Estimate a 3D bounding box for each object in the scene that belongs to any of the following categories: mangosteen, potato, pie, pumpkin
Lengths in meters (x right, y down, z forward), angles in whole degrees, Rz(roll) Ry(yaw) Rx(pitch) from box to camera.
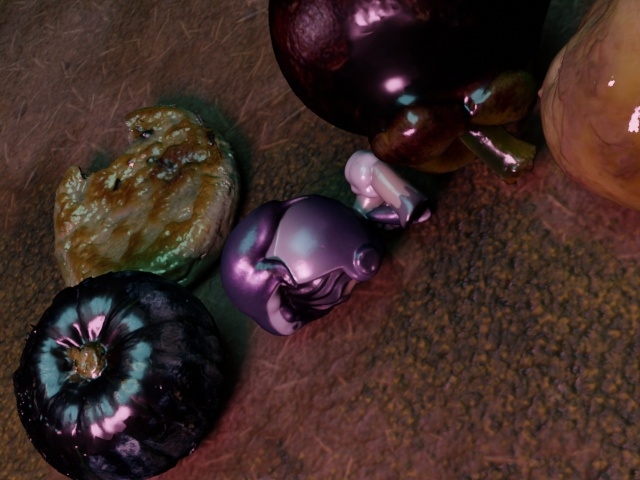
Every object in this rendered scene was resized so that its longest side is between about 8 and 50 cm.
[{"bbox_3d":[0.086,-0.216,0.948,0.297,0.297,0.313,-2,64,31],"label":"mangosteen"},{"bbox_3d":[0.328,-0.161,0.808,0.289,0.300,0.237,-27,20,-14],"label":"potato"},{"bbox_3d":[-0.227,-0.042,1.190,0.303,0.067,0.302,-16,54,23],"label":"pie"},{"bbox_3d":[-0.215,0.146,1.002,0.233,0.163,0.233,-8,66,19],"label":"pumpkin"}]

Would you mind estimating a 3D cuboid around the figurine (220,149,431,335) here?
[{"bbox_3d":[0.000,0.000,0.970,0.222,0.145,0.145,-43,49,-4],"label":"figurine"}]
